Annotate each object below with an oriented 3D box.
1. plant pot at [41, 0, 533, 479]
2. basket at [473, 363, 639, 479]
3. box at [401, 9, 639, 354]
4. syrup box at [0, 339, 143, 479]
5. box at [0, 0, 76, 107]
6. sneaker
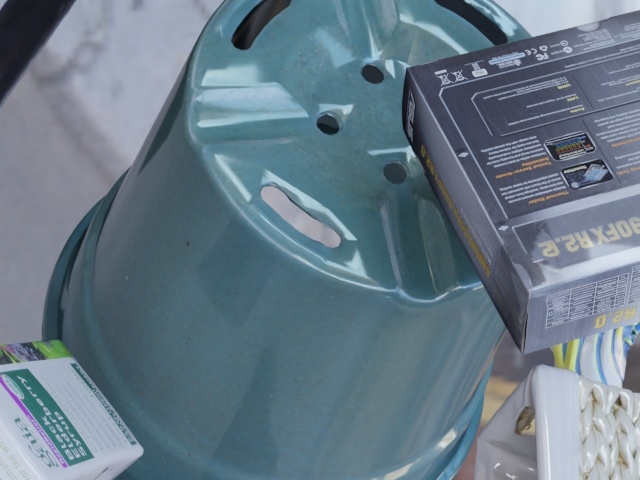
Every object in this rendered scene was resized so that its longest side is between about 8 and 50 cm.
[{"bbox_3d":[0.000,0.000,1.344,0.334,0.341,0.341,116,-13,-58],"label":"plant pot"},{"bbox_3d":[0.148,0.169,1.083,0.113,0.103,0.167,118,-22,-57],"label":"basket"},{"bbox_3d":[0.184,-0.047,1.114,0.056,0.231,0.183,89,-19,-49],"label":"box"},{"bbox_3d":[-0.187,0.123,1.140,0.093,0.096,0.237,51,4,6],"label":"syrup box"},{"bbox_3d":[-0.292,-0.338,1.666,0.212,0.293,0.395,27,35,-22],"label":"box"},{"bbox_3d":[0.283,0.048,1.863,0.091,0.126,0.240,-14,100,-48],"label":"sneaker"}]
